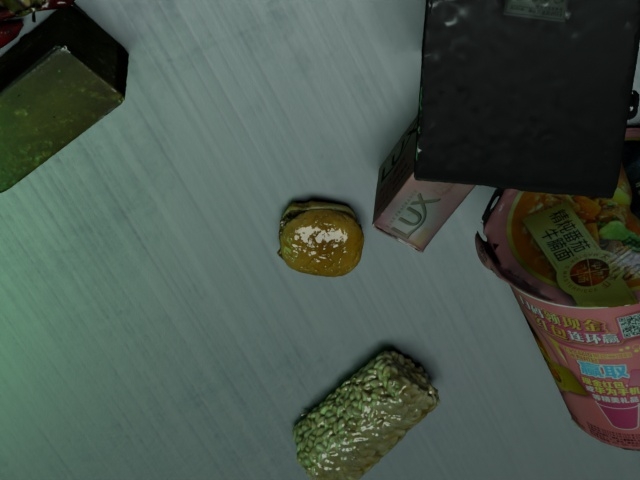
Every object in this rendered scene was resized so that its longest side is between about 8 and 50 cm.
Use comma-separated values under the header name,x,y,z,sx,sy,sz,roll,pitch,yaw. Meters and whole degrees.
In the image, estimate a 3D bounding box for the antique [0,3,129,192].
name,x,y,z,sx,sy,sz,roll,pitch,yaw
antique,-0.280,-0.111,1.584,0.221,0.080,0.081,-36,119,22

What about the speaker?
name,x,y,z,sx,sy,sz,roll,pitch,yaw
speaker,0.173,-0.203,1.424,0.184,0.232,0.254,4,124,3

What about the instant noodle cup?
name,x,y,z,sx,sy,sz,roll,pitch,yaw
instant noodle cup,0.290,0.060,1.632,0.244,0.244,0.255,-12,132,8

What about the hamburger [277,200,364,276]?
name,x,y,z,sx,sy,sz,roll,pitch,yaw
hamburger,0.000,0.000,1.685,0.083,0.044,0.076,1,126,-4

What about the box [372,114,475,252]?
name,x,y,z,sx,sy,sz,roll,pitch,yaw
box,0.110,-0.077,1.588,0.060,0.111,0.156,30,120,-13

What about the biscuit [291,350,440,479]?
name,x,y,z,sx,sy,sz,roll,pitch,yaw
biscuit,0.045,0.186,1.804,0.082,0.070,0.168,33,118,-31

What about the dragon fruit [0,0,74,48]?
name,x,y,z,sx,sy,sz,roll,pitch,yaw
dragon fruit,-0.307,-0.190,1.519,0.192,0.092,0.122,-9,125,6
